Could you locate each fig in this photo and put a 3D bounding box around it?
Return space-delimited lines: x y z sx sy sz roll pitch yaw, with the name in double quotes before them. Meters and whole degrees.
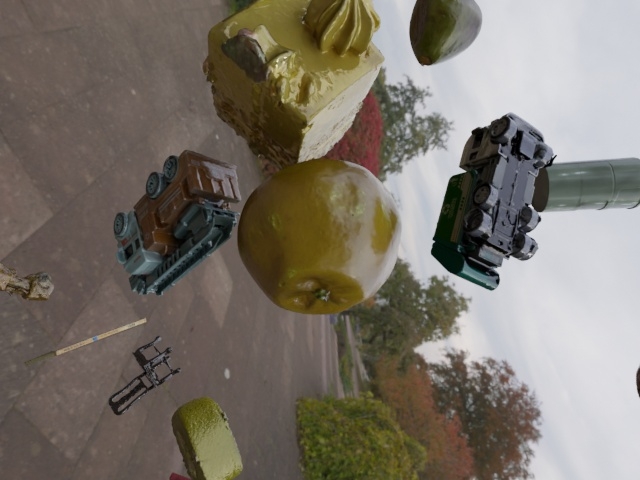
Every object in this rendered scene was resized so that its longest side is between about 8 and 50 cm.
"fig" 0.261 -0.464 0.903 0.154 0.166 0.144 38 -15 -24

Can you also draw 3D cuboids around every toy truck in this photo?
"toy truck" -0.303 -0.014 0.847 0.133 0.338 0.185 11 50 -50
"toy truck" 0.255 -0.056 0.627 0.124 0.114 0.254 -9 -120 63

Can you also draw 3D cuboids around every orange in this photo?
"orange" 0.000 0.000 0.690 0.279 0.278 0.235 66 9 -57

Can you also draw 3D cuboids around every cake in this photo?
"cake" -0.340 0.610 1.244 0.156 0.179 0.261 -23 97 -41
"cake" -0.043 -0.289 0.704 0.222 0.227 0.286 42 -19 6

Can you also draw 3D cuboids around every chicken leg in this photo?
"chicken leg" -0.622 0.057 0.761 0.087 0.107 0.251 28 -4 43

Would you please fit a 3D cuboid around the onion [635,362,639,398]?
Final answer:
"onion" 0.758 0.324 0.838 0.173 0.198 0.135 -83 174 -58

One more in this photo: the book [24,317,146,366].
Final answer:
"book" -0.604 0.263 1.078 0.241 0.170 0.018 -17 86 -58

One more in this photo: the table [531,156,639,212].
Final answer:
"table" 0.651 -0.135 1.017 0.126 0.219 0.127 -2 90 -83

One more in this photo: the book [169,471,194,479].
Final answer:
"book" -0.168 0.517 0.778 0.022 0.231 0.162 -60 158 -49

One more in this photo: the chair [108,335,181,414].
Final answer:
"chair" -0.580 0.432 1.326 0.106 0.229 0.113 18 -48 45
